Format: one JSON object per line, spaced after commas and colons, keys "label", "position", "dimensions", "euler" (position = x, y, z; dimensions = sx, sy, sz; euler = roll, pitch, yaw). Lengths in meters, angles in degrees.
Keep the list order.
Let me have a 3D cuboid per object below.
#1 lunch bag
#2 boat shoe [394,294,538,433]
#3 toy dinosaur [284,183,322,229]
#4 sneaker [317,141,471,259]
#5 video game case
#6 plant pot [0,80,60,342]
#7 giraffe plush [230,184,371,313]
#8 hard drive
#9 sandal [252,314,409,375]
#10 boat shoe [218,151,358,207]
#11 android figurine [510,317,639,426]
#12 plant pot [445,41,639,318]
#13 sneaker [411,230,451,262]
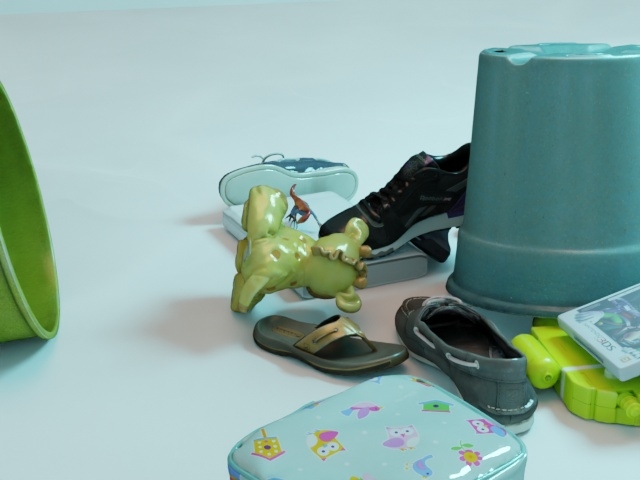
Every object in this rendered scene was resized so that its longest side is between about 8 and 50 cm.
{"label": "lunch bag", "position": [0.058, 0.248, 1.312], "dimensions": [0.279, 0.108, 0.224], "euler": [-19, 34, -37]}
{"label": "boat shoe", "position": [0.181, 0.123, 1.642], "dimensions": [0.112, 0.095, 0.335], "euler": [-6, 23, -15]}
{"label": "toy dinosaur", "position": [-0.033, -0.046, 2.001], "dimensions": [0.047, 0.090, 0.082], "euler": [-22, -5, -13]}
{"label": "sneaker", "position": [0.122, -0.071, 1.927], "dimensions": [0.283, 0.124, 0.107], "euler": [-19, 39, -19]}
{"label": "video game case", "position": [0.407, 0.095, 1.596], "dimensions": [0.190, 0.022, 0.173], "euler": [-20, 22, -8]}
{"label": "plant pot", "position": [-0.557, -0.009, 1.700], "dimensions": [0.353, 0.366, 0.366], "euler": [-14, 23, -2]}
{"label": "giraffe plush", "position": [-0.022, 0.025, 1.782], "dimensions": [0.170, 0.181, 0.210], "euler": [8, 5, -8]}
{"label": "hard drive", "position": [0.000, 0.000, 2.026], "dimensions": [0.203, 0.040, 0.307], "euler": [-10, 23, -24]}
{"label": "sandal", "position": [0.009, 0.121, 1.693], "dimensions": [0.219, 0.060, 0.090], "euler": [15, 27, 34]}
{"label": "boat shoe", "position": [-0.061, -0.098, 2.197], "dimensions": [0.254, 0.095, 0.079], "euler": [-10, 26, -27]}
{"label": "android figurine", "position": [0.364, 0.151, 1.633], "dimensions": [0.248, 0.056, 0.273], "euler": [-3, 20, -8]}
{"label": "plant pot", "position": [0.343, -0.097, 1.809], "dimensions": [0.341, 0.334, 0.341], "euler": [-1, 12, 0]}
{"label": "sneaker", "position": [0.165, -0.046, 2.034], "dimensions": [0.083, 0.098, 0.223], "euler": [36, 9, -24]}
